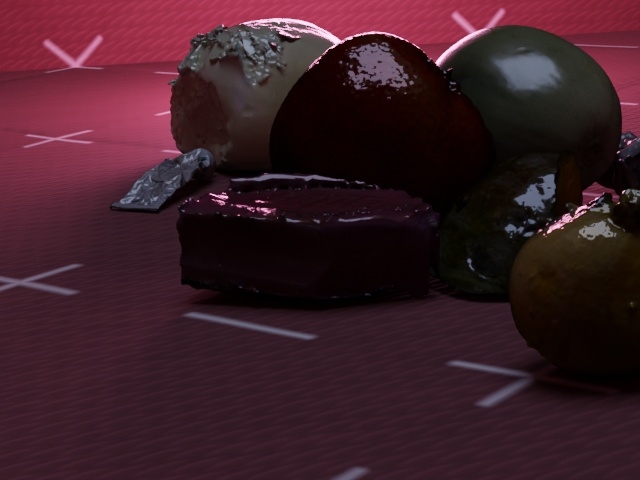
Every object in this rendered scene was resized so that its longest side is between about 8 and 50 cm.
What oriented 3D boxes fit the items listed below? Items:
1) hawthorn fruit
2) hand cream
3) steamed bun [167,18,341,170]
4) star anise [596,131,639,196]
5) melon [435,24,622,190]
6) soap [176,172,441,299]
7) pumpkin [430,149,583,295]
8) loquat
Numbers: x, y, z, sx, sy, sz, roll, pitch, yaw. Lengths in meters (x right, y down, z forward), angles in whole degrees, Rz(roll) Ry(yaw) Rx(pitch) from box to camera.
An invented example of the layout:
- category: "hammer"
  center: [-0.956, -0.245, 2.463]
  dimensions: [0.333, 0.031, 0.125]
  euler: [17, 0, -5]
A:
- category: "hawthorn fruit"
  center: [0.052, -0.107, 1.987]
  dimensions: [0.307, 0.265, 0.265]
  euler: [-45, 7, 13]
- category: "hand cream"
  center: [-0.219, -0.092, 2.377]
  dimensions: [0.084, 0.050, 0.257]
  euler: [6, 20, 23]
- category: "steamed bun"
  center: [-0.076, -0.250, 2.590]
  dimensions: [0.312, 0.233, 0.334]
  euler: [-15, 20, -38]
- category: "star anise"
  center: [0.464, -0.109, 2.204]
  dimensions: [0.229, 0.093, 0.236]
  euler: [8, 16, 40]
- category: "melon"
  center: [0.267, -0.167, 2.147]
  dimensions: [0.308, 0.272, 0.272]
  euler: [-8, 6, 45]
- category: "soap"
  center: [0.000, 0.000, 1.812]
  dimensions: [0.289, 0.112, 0.182]
  euler: [7, 21, 20]
- category: "pumpkin"
  center: [0.212, -0.039, 1.881]
  dimensions: [0.169, 0.148, 0.312]
  euler: [6, 12, 17]
- category: "loquat"
  center: [0.264, 0.037, 1.475]
  dimensions: [0.172, 0.204, 0.149]
  euler: [8, 33, -2]
